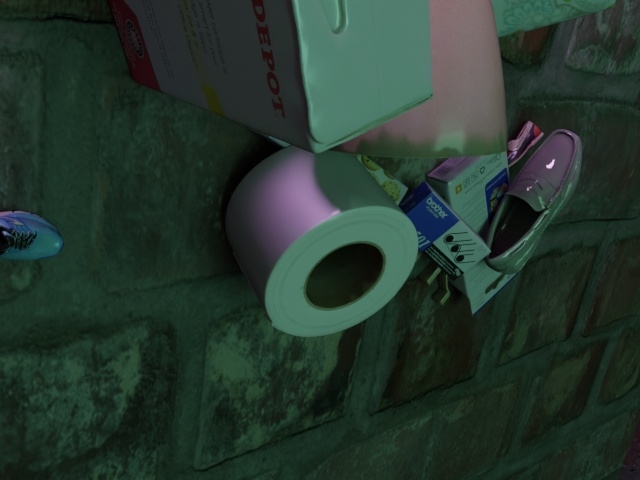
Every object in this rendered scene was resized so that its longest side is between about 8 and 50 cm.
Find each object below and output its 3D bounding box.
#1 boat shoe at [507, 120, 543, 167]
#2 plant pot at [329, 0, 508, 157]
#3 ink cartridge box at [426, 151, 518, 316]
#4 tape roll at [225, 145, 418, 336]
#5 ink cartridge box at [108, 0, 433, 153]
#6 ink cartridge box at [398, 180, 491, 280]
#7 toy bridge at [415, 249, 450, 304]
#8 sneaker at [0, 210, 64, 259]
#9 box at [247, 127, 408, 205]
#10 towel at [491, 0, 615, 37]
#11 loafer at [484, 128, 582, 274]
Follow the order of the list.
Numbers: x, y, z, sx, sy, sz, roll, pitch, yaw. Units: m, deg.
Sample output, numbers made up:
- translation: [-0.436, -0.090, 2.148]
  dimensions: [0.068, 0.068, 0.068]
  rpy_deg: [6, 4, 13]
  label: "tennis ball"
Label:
- translation: [0.415, -0.197, 1.368]
  dimensions: [0.137, 0.049, 0.043]
  rpy_deg: [-44, 91, -13]
  label: "boat shoe"
- translation: [0.122, -0.260, 0.838]
  dimensions: [0.256, 0.256, 0.274]
  rpy_deg: [-11, 108, -38]
  label: "plant pot"
- translation: [0.332, -0.027, 1.362]
  dimensions: [0.175, 0.069, 0.371]
  rpy_deg: [-38, 128, -23]
  label: "ink cartridge box"
- translation: [0.000, 0.000, 0.958]
  dimensions: [0.246, 0.169, 0.246]
  rpy_deg: [-18, 136, -19]
  label: "tape roll"
- translation: [-0.080, -0.279, 0.644]
  dimensions: [0.160, 0.384, 0.279]
  rpy_deg: [-29, 128, -28]
  label: "ink cartridge box"
- translation: [0.228, -0.014, 1.236]
  dimensions: [0.097, 0.046, 0.207]
  rpy_deg: [-41, 124, 15]
  label: "ink cartridge box"
- translation: [0.235, 0.063, 1.347]
  dimensions: [0.063, 0.026, 0.188]
  rpy_deg: [-50, 135, -12]
  label: "toy bridge"
- translation: [-0.368, 0.001, 0.744]
  dimensions: [0.162, 0.073, 0.063]
  rpy_deg: [14, 101, -55]
  label: "sneaker"
- translation: [0.023, -0.128, 1.038]
  dimensions: [0.324, 0.063, 0.067]
  rpy_deg: [30, 90, -46]
  label: "box"
- translation: [0.261, -0.476, 0.933]
  dimensions: [0.320, 0.090, 0.375]
  rpy_deg: [-10, 128, 11]
  label: "towel"
- translation: [0.427, -0.081, 1.303]
  dimensions: [0.111, 0.112, 0.320]
  rpy_deg: [21, 94, -55]
  label: "loafer"
